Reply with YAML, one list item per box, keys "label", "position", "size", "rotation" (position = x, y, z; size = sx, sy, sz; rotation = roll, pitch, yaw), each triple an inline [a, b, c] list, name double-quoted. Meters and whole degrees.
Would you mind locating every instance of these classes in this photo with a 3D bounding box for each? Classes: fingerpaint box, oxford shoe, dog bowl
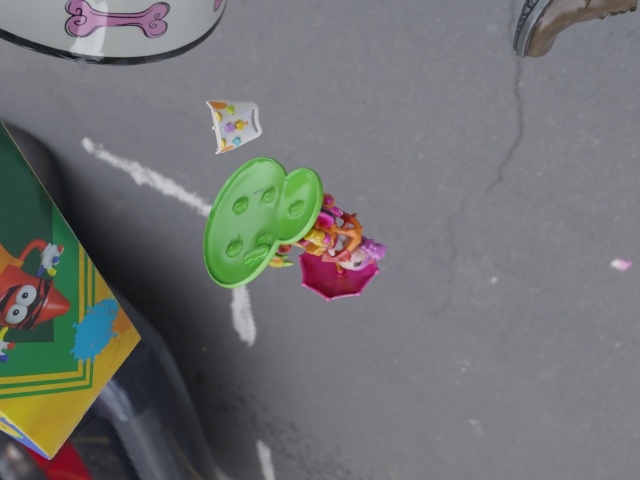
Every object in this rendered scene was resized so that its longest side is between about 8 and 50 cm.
- label: "fingerpaint box"
  position: [-0.429, -0.020, 0.869]
  size: [0.445, 0.163, 0.371]
  rotation: [25, 155, 21]
- label: "oxford shoe"
  position: [0.239, -0.220, 0.841]
  size: [0.096, 0.083, 0.227]
  rotation: [26, 158, -2]
- label: "dog bowl"
  position: [-0.276, -0.402, 1.100]
  size: [0.408, 0.408, 0.150]
  rotation: [43, 136, 6]

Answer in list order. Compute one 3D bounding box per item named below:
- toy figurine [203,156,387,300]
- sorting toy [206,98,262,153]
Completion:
- label: "toy figurine"
  position: [0.000, 0.000, 0.925]
  size: [0.159, 0.130, 0.173]
  rotation: [21, 154, -37]
- label: "sorting toy"
  position: [-0.127, -0.179, 1.454]
  size: [0.045, 0.075, 0.083]
  rotation: [26, 129, 61]
